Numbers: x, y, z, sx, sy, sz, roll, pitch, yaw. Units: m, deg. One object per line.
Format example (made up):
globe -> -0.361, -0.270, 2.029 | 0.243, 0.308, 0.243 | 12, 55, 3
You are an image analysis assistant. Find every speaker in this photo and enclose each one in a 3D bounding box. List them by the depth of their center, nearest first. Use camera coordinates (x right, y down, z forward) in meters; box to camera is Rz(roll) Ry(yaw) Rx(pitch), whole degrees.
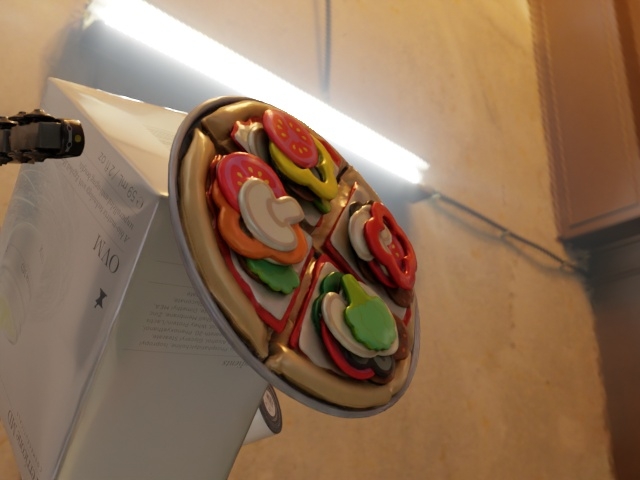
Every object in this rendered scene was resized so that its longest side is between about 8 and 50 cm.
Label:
speaker -> -0.105, 0.159, 0.646 | 0.055, 0.136, 0.055 | -22, -90, -80

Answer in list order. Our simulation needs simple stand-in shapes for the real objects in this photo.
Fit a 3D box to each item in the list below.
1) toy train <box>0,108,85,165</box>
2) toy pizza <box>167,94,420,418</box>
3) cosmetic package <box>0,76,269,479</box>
toy train -> -0.172, -0.055, 0.425 | 0.036, 0.158, 0.027 | -1, -85, -40
toy pizza -> 0.000, 0.000, 0.430 | 0.201, 0.032, 0.201 | 34, -141, -34
cosmetic package -> -0.137, 0.033, 0.546 | 0.138, 0.224, 0.224 | 10, -70, -39
